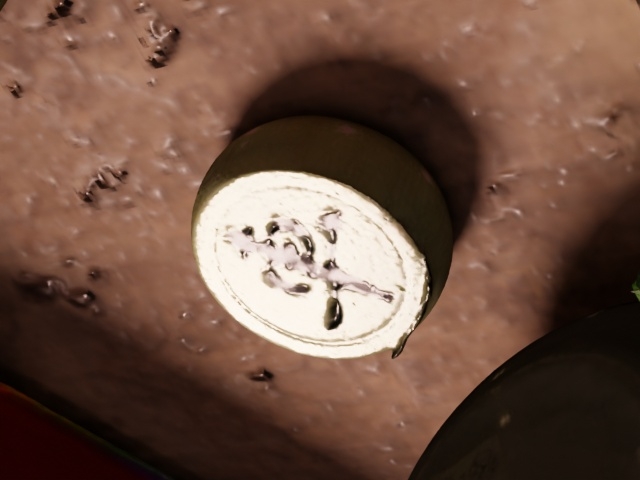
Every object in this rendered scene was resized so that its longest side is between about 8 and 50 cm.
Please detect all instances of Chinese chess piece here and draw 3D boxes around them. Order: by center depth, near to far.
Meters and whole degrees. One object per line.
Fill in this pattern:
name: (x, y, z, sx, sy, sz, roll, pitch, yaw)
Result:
Chinese chess piece: (0.000, 0.000, 0.548, 0.084, 0.034, 0.084, 11, 132, 12)

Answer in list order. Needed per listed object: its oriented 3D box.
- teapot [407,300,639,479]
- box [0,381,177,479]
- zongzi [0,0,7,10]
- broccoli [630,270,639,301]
teapot: (0.142, 0.139, 0.535, 0.251, 0.183, 0.183, 37, 133, -28)
box: (-0.120, 0.163, 0.702, 0.313, 0.089, 0.197, 30, 135, -8)
zongzi: (-0.210, -0.198, 0.357, 0.393, 0.174, 0.356, 28, 138, -4)
broccoli: (0.184, 0.003, 0.350, 0.261, 0.241, 0.269, 37, 89, -20)
